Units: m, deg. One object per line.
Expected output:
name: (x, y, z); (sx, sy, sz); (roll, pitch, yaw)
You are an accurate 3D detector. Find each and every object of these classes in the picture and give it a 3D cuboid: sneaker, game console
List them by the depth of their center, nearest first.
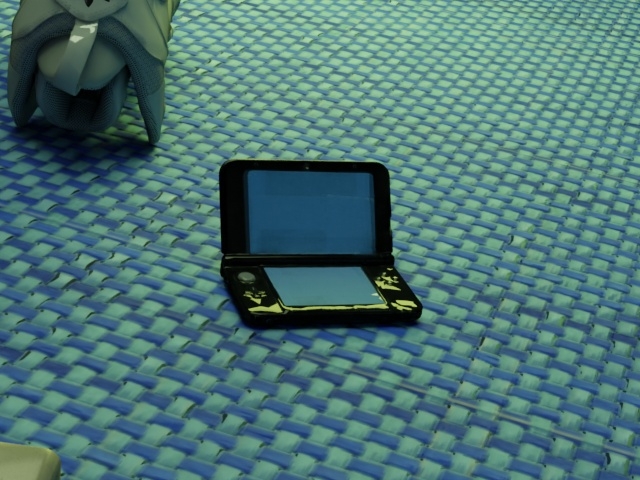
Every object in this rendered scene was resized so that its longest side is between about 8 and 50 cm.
game console: (0.000, 0.000, 0.894); (0.122, 0.071, 0.107); (0, 26, -19)
sneaker: (-0.186, -0.180, 1.148); (0.137, 0.210, 0.366); (8, -9, -4)

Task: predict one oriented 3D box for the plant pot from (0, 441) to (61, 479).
plant pot: (-0.161, 0.142, 0.508); (0.109, 0.109, 0.096); (8, 37, -2)
